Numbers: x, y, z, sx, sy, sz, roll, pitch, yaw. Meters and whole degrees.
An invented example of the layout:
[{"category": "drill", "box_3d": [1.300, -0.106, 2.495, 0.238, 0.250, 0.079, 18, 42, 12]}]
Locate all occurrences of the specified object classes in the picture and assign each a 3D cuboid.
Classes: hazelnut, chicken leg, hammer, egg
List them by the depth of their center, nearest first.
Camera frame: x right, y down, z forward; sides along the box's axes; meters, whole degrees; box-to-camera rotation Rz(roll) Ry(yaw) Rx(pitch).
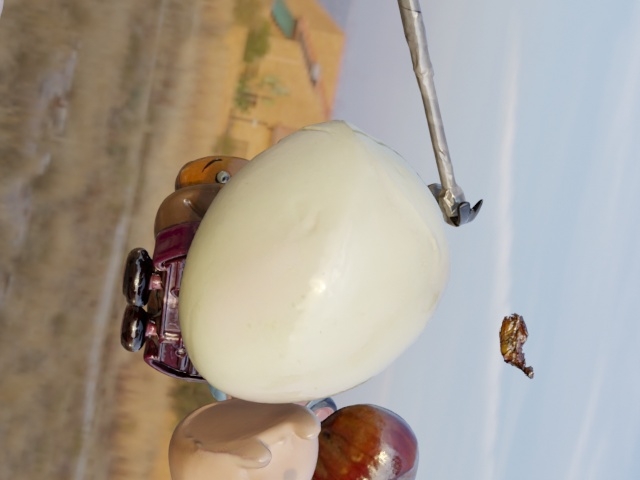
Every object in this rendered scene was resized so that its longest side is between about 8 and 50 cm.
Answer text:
[{"category": "egg", "box_3d": [-0.009, 0.035, 1.343, 0.345, 0.283, 0.283, -45, 174, -11]}, {"category": "chicken leg", "box_3d": [0.229, 0.125, 1.384, 0.021, 0.036, 0.083, 42, 39, -60]}, {"category": "hammer", "box_3d": [0.144, -0.216, 1.651, 0.152, 0.044, 0.427, -142, -146, -68]}, {"category": "hazelnut", "box_3d": [0.060, 0.332, 1.779, 0.204, 0.177, 0.178, 124, -18, -46]}]

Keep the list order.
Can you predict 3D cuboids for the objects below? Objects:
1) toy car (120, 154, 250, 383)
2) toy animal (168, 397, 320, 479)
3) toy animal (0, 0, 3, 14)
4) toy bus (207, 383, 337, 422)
[{"category": "toy car", "box_3d": [-0.149, 0.042, 1.740, 0.341, 0.271, 0.240, 106, -11, -46]}, {"category": "toy animal", "box_3d": [-0.088, 0.315, 1.462, 0.195, 0.212, 0.256, -23, 119, -40]}, {"category": "toy animal", "box_3d": [-0.542, -0.290, 1.559, 0.210, 0.229, 0.221, -11, 105, -64]}, {"category": "toy bus", "box_3d": [-0.084, 0.218, 2.142, 0.194, 0.232, 0.288, 58, -40, 41]}]
